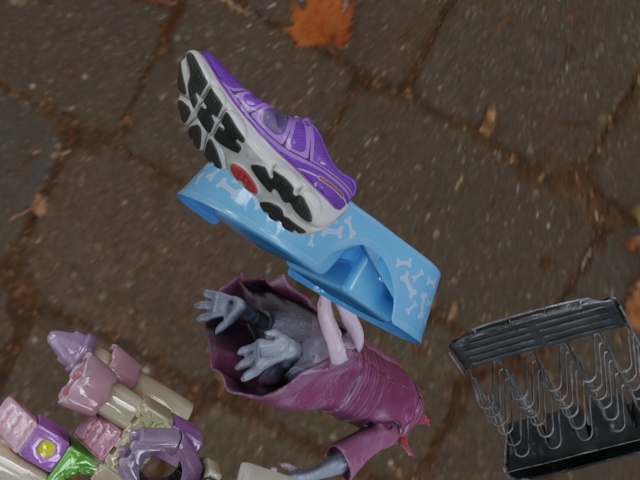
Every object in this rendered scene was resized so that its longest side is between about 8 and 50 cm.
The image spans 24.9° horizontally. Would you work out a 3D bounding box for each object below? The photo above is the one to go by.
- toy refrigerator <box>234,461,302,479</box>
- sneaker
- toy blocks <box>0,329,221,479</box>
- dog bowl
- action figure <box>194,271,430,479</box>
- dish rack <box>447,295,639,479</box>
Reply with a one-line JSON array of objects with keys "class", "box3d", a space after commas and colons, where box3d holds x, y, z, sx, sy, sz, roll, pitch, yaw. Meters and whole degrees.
[{"class": "toy refrigerator", "box3d": [-0.069, 0.342, 1.298, 0.102, 0.094, 0.269, 20, 115, -3]}, {"class": "sneaker", "box3d": [-0.042, -0.078, 1.093, 0.170, 0.071, 0.068, 48, 144, 6]}, {"class": "toy blocks", "box3d": [-0.300, 0.251, 1.574, 0.260, 0.309, 0.288, 34, 93, -16]}, {"class": "dog bowl", "box3d": [0.000, 0.000, 1.359, 0.297, 0.166, 0.074, 36, 81, -40]}, {"class": "action figure", "box3d": [0.030, 0.154, 1.788, 0.276, 0.248, 0.370, -30, 134, 32]}, {"class": "dish rack", "box3d": [0.262, 0.158, 1.557, 0.208, 0.074, 0.271, -18, 143, 16]}]
